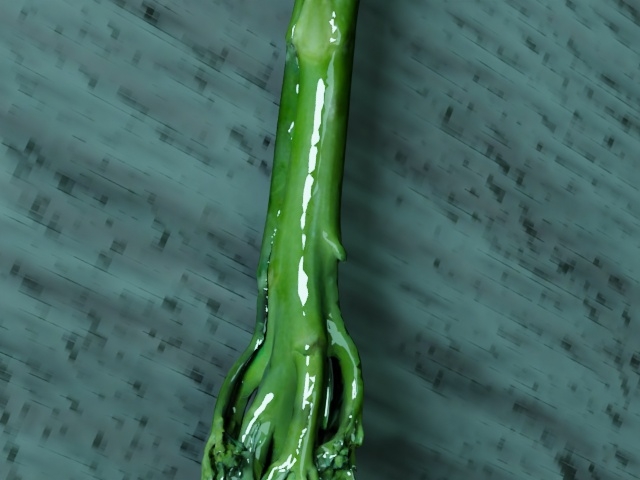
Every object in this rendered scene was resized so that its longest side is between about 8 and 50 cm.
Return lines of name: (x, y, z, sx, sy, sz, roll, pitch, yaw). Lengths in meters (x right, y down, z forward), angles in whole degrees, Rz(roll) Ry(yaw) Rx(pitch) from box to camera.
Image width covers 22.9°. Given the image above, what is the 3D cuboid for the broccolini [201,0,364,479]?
broccolini: (0.000, 0.000, 0.409, 0.051, 0.054, 0.239, 16, 81, -64)
